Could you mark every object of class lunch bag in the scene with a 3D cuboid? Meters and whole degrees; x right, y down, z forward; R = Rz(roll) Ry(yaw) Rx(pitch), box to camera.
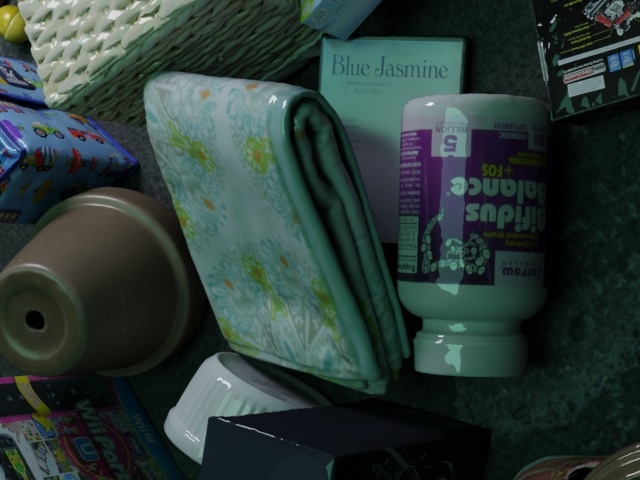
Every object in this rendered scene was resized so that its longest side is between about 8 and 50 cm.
[{"bbox_3d":[-0.435,-0.168,2.018,0.138,0.221,0.293,-50,61,25],"label":"lunch bag"}]

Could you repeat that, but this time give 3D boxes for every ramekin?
[{"bbox_3d":[-0.076,0.221,1.744,0.207,0.207,0.109,31,98,35],"label":"ramekin"}]

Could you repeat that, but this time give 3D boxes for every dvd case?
[{"bbox_3d":[0.081,-0.118,1.691,0.180,0.022,0.253,3,88,15],"label":"dvd case"}]

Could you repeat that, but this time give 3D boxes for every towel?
[{"bbox_3d":[-0.061,-0.013,1.656,0.320,0.090,0.375,12,126,50],"label":"towel"}]

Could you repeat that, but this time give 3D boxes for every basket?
[{"bbox_3d":[-0.188,-0.346,1.805,0.331,0.266,0.328,-30,70,32],"label":"basket"}]

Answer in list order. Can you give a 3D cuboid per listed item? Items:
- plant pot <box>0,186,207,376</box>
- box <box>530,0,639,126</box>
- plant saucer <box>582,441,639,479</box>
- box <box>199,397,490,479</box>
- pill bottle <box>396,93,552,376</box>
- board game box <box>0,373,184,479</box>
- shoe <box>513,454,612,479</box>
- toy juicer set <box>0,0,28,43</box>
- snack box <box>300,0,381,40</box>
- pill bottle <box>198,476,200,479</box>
[{"bbox_3d":[-0.312,0.078,1.865,0.263,0.229,0.263,5,106,20],"label":"plant pot"},{"bbox_3d":[0.371,-0.283,1.482,0.322,0.079,0.257,-16,81,37],"label":"box"},{"bbox_3d":[0.373,0.333,1.432,0.277,0.041,0.278,6,106,23],"label":"plant saucer"},{"bbox_3d":[0.015,0.368,1.593,0.179,0.312,0.343,12,96,37],"label":"box"},{"bbox_3d":[0.169,-0.004,1.573,0.169,0.169,0.302,1,90,38],"label":"pill bottle"},{"bbox_3d":[-0.352,0.287,1.887,0.097,0.303,0.224,-48,62,26],"label":"board game box"},{"bbox_3d":[0.270,0.263,1.542,0.178,0.081,0.064,-14,80,37],"label":"shoe"},{"bbox_3d":[-0.431,-0.392,2.105,0.329,0.089,0.209,17,99,37],"label":"toy juicer set"},{"bbox_3d":[0.047,-0.369,1.670,0.174,0.070,0.207,-42,40,46],"label":"snack box"},{"bbox_3d":[-0.132,0.400,1.831,0.119,0.119,0.209,25,103,36],"label":"pill bottle"}]
